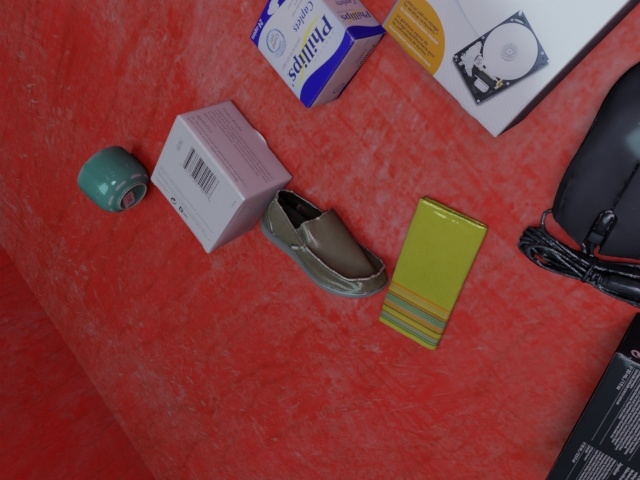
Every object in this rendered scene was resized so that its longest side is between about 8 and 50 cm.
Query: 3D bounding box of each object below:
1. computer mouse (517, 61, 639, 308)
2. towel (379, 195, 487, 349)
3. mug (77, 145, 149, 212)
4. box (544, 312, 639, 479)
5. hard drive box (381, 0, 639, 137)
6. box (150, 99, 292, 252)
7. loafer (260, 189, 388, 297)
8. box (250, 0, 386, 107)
[{"bbox_3d":[0.315,-0.048,0.518,0.188,0.072,0.272,28,129,29],"label":"computer mouse"},{"bbox_3d":[0.159,0.054,0.757,0.102,0.021,0.237,28,128,21],"label":"towel"},{"bbox_3d":[-0.433,-0.126,1.127,0.097,0.158,0.129,40,111,10],"label":"mug"},{"bbox_3d":[0.393,0.243,0.587,0.184,0.103,0.261,30,129,31],"label":"box"},{"bbox_3d":[0.199,-0.251,0.498,0.181,0.089,0.232,48,135,10],"label":"hard drive box"},{"bbox_3d":[-0.176,-0.109,0.894,0.181,0.119,0.182,51,137,7],"label":"box"},{"bbox_3d":[0.000,0.000,0.813,0.251,0.094,0.087,32,135,25],"label":"loafer"},{"bbox_3d":[-0.008,-0.273,0.685,0.137,0.072,0.126,51,137,7],"label":"box"}]
